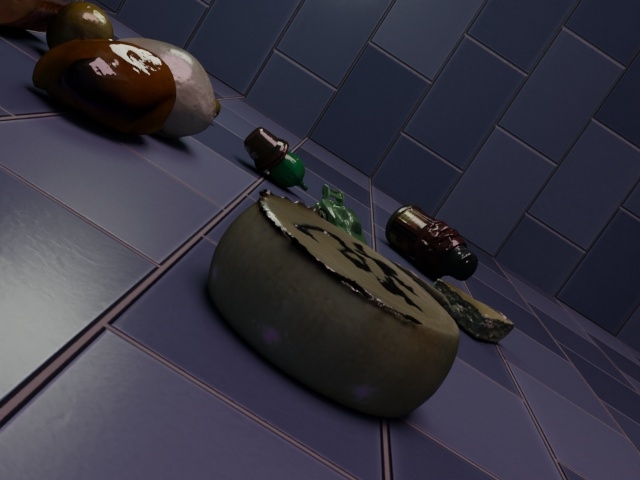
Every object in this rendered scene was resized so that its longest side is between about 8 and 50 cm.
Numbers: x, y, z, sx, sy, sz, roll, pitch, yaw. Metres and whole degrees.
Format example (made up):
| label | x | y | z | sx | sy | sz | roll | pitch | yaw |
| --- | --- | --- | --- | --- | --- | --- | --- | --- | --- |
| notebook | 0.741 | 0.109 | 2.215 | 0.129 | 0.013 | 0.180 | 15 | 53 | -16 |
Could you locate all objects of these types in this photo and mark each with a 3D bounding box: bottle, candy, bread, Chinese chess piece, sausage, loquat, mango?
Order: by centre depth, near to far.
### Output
| label | x | y | z | sx | sy | sz | roll | pitch | yaw |
| --- | --- | --- | --- | --- | --- | --- | --- | --- | --- |
| Chinese chess piece | 0.022 | 0.080 | 1.122 | 0.349 | 0.146 | 0.349 | 32 | 11 | -7 |
| mango | -0.384 | -0.287 | 1.578 | 0.287 | 0.152 | 0.201 | -10 | 72 | -63 |
| candy | -0.352 | -0.342 | 1.844 | 0.295 | 0.185 | 0.295 | 29 | 16 | -9 |
| sausage | -0.670 | -0.591 | 1.886 | 0.233 | 0.233 | 0.287 | 32 | 10 | -6 |
| loquat | -0.541 | -0.462 | 1.902 | 0.152 | 0.152 | 0.195 | 28 | 12 | -27 |
| bread | 0.349 | 0.172 | 1.909 | 0.232 | 0.064 | 0.172 | 29 | 11 | -15 |
| bottle | 0.304 | 0.021 | 2.285 | 0.271 | 0.143 | 0.156 | 38 | -28 | 38 |

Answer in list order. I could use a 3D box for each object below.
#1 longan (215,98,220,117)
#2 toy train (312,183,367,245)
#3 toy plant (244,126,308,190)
| label | x | y | z | sx | sy | sz | roll | pitch | yaw |
| --- | --- | --- | --- | --- | --- | --- | --- | --- | --- |
| longan | -0.328 | -0.382 | 2.414 | 0.083 | 0.075 | 0.075 | 18 | 15 | -20 |
| toy train | 0.040 | -0.031 | 1.667 | 0.099 | 0.081 | 0.149 | 21 | 24 | -52 |
| toy plant | -0.110 | -0.200 | 2.167 | 0.200 | 0.105 | 0.143 | 48 | -9 | -17 |
